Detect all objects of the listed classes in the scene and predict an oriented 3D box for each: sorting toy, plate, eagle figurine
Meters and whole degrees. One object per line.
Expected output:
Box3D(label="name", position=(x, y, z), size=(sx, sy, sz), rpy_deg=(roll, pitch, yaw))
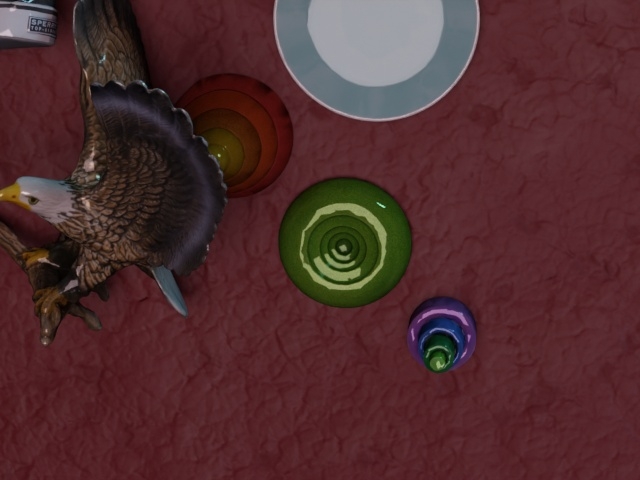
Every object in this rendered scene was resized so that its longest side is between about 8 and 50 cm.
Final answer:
Box3D(label="sorting toy", position=(0.000, 0.000, 1.589), size=(0.365, 0.126, 0.127), rpy_deg=(43, 104, -6))
Box3D(label="plate", position=(0.051, -0.203, 1.581), size=(0.188, 0.024, 0.188), rpy_deg=(2, 106, 6))
Box3D(label="eagle figurine", position=(-0.185, -0.055, 1.538), size=(0.226, 0.225, 0.298), rpy_deg=(35, 113, 6))

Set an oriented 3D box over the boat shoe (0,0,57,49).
Box3D(label="boat shoe", position=(-0.382, -0.227, 1.564), size=(0.306, 0.113, 0.105), rpy_deg=(1, 88, 21))
